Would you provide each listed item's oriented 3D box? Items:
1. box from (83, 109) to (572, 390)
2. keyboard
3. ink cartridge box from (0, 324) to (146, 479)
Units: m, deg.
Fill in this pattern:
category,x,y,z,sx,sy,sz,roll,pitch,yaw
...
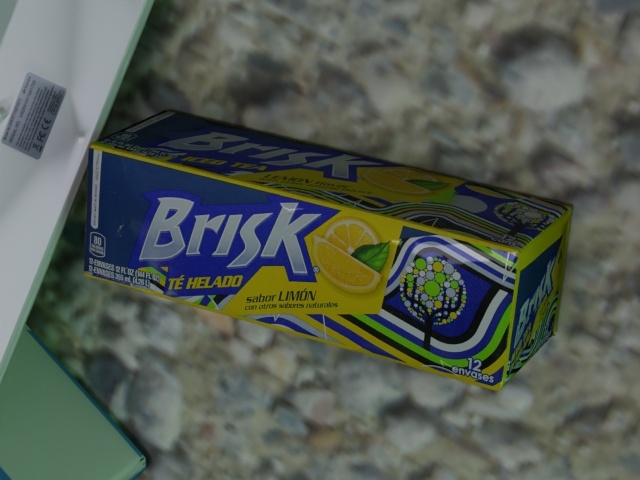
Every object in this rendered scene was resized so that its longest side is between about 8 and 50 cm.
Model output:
category,x,y,z,sx,sy,sz,roll,pitch,yaw
box,0.000,0.000,0.685,0.169,0.059,0.054,14,112,22
keyboard,-0.114,-0.050,0.706,0.072,0.014,0.256,24,100,7
ink cartridge box,-0.188,0.109,0.813,0.139,0.082,0.191,47,121,4
